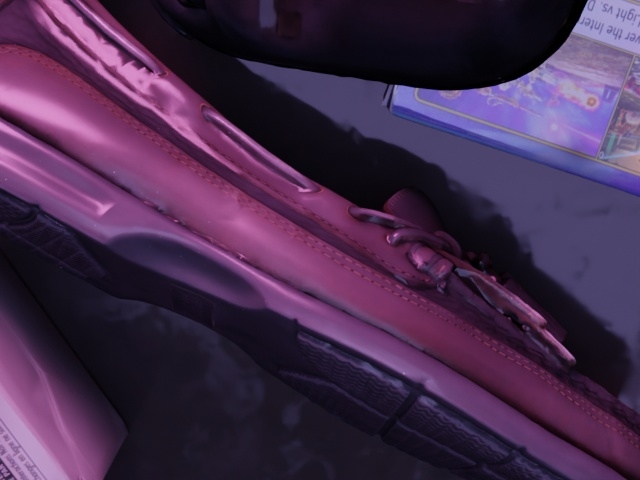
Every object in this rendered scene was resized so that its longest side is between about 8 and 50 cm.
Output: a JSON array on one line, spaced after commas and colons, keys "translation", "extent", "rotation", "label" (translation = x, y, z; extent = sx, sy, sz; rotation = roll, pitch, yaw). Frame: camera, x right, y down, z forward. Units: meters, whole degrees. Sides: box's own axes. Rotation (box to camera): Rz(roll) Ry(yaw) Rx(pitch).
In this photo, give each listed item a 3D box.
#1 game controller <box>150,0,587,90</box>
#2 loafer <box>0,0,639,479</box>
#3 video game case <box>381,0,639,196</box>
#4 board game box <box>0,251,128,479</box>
[{"translation": [0.026, -0.211, 0.485], "extent": [0.166, 0.067, 0.319], "rotation": [11, 99, 20], "label": "game controller"}, {"translation": [0.000, 0.000, 0.537], "extent": [0.302, 0.109, 0.095], "rotation": [28, 75, -3], "label": "loafer"}, {"translation": [0.186, -0.119, 0.522], "extent": [0.269, 0.061, 0.244], "rotation": [19, 102, 0], "label": "video game case"}, {"translation": [-0.262, 0.077, 0.570], "extent": [0.303, 0.097, 0.224], "rotation": [-33, 97, 8], "label": "board game box"}]
